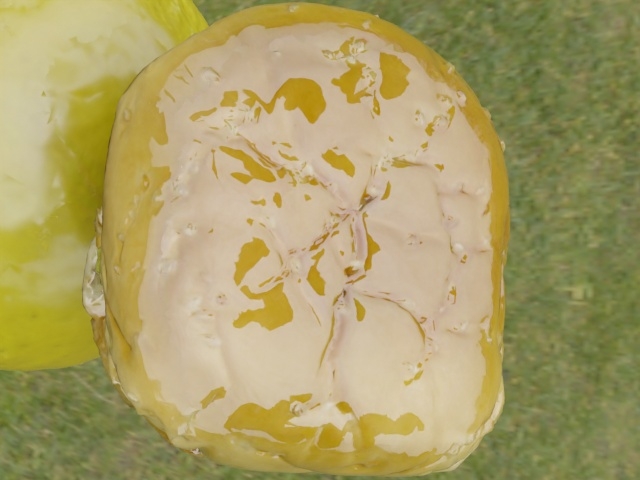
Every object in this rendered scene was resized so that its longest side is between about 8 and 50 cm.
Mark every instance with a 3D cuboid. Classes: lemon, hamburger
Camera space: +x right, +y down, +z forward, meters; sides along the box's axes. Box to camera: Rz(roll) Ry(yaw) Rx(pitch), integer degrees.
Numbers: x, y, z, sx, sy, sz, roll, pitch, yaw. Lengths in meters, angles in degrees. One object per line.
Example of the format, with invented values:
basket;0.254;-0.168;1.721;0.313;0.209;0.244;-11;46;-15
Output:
lemon;-0.220;-0.071;1.123;0.348;0.348;0.348;0;90;-26
hamburger;0.000;0.000;0.953;0.318;0.158;0.319;4;81;-22
